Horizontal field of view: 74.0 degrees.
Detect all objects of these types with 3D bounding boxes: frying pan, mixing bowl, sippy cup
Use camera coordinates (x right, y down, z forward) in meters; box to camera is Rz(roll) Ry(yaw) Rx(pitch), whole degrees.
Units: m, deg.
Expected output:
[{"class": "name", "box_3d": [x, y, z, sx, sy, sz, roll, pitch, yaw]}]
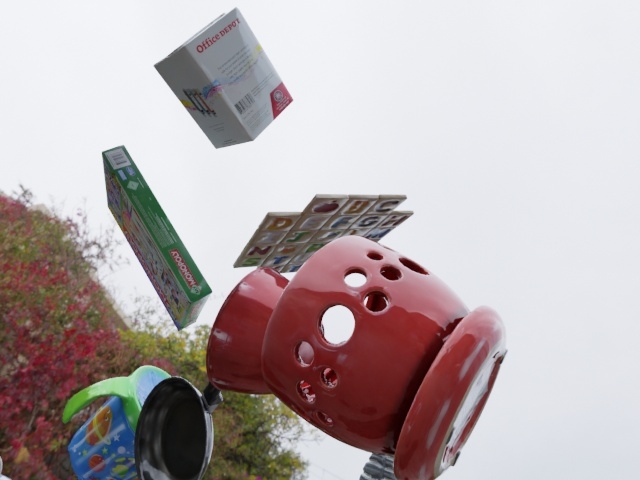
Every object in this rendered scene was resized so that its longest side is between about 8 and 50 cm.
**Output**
[{"class": "frying pan", "box_3d": [-0.219, 0.272, 0.710, 0.053, 0.197, 0.326, 23, -89, -50]}, {"class": "mixing bowl", "box_3d": [-0.057, 0.136, 0.577, 0.098, 0.181, 0.181, 17, -43, 25]}, {"class": "sippy cup", "box_3d": [-0.452, 0.462, 1.015, 0.224, 0.240, 0.305, -37, -89, 0]}]

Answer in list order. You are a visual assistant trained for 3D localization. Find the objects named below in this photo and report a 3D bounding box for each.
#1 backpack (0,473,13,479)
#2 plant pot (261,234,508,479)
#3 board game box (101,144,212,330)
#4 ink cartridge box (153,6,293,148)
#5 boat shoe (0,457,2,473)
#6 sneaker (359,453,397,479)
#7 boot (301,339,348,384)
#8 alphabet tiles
[{"class": "backpack", "box_3d": [-0.570, 0.536, 0.718, 0.263, 0.213, 0.276, -10, -54, 50]}, {"class": "plant pot", "box_3d": [0.067, 0.109, 0.407, 0.191, 0.174, 0.191, -29, -49, -41]}, {"class": "board game box", "box_3d": [-0.322, 0.007, 0.820, 0.046, 0.317, 0.213, -28, -10, -32]}, {"class": "ink cartridge box", "box_3d": [-0.163, -0.270, 0.727, 0.127, 0.128, 0.176, 5, -41, 47]}, {"class": "boat shoe", "box_3d": [-0.862, 0.457, 0.871, 0.355, 0.132, 0.130, 24, -30, -29]}, {"class": "sneaker", "box_3d": [0.160, 0.404, 0.771, 0.132, 0.229, 0.086, 35, -22, -23]}, {"class": "boot", "box_3d": [0.033, 0.455, 1.340, 0.348, 0.260, 0.131, -23, -66, -7]}, {"class": "alphabet tiles", "box_3d": [0.000, 0.000, 0.806, 0.285, 0.011, 0.342, -2, -23, -27]}]
